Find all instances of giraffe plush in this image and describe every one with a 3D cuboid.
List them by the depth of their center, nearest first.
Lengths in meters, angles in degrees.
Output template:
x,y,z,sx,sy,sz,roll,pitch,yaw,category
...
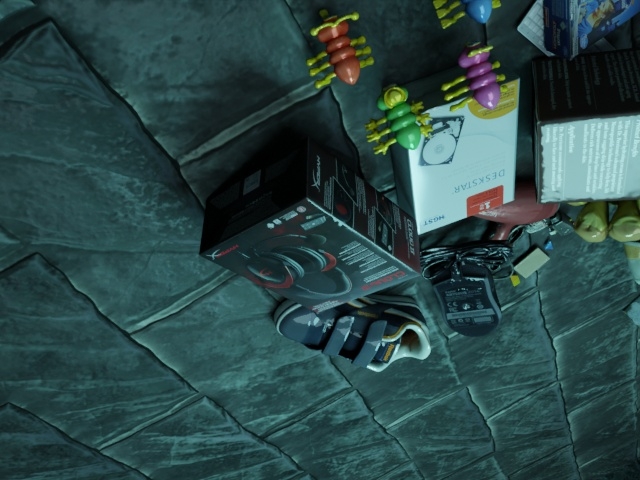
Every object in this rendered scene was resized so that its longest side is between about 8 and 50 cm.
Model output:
x,y,z,sx,sy,sz,roll,pitch,yaw,category
0.553,-0.101,1.037,0.182,0.210,0.171,-4,177,37,giraffe plush

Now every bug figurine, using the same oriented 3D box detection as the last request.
x,y,z,sx,sy,sz,roll,pitch,yaw,category
0.132,-0.243,0.736,0.279,0.072,0.216,-26,96,-1,bug figurine

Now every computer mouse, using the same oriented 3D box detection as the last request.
x,y,z,sx,sy,sz,roll,pitch,yaw,category
0.299,0.089,1.136,0.189,0.072,0.272,-7,132,18,computer mouse

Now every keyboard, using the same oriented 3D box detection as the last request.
x,y,z,sx,sy,sz,roll,pitch,yaw,category
0.405,-0.303,0.890,0.256,0.014,0.072,20,119,-35,keyboard

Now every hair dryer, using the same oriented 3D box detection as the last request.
x,y,z,sx,sy,sz,roll,pitch,yaw,category
0.355,-0.018,1.072,0.224,0.080,0.294,-41,131,16,hair dryer

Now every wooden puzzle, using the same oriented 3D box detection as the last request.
x,y,z,sx,sy,sz,roll,pitch,yaw,category
0.452,0.048,1.215,0.116,0.014,0.079,-39,137,13,wooden puzzle

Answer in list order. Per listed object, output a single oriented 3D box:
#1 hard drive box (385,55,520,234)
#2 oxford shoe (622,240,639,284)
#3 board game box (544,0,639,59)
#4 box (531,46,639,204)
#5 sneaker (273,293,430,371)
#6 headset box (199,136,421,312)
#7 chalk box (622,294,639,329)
x,y,z,sx,sy,sz,roll,pitch,yaw,category
0.209,-0.145,0.894,0.181,0.089,0.232,-21,134,-4,hard drive box
0.839,-0.075,1.188,0.449,0.169,0.130,-39,89,11,oxford shoe
0.411,-0.384,0.786,0.194,0.060,0.194,-25,129,-5,board game box
0.429,-0.172,0.855,0.203,0.167,0.168,-2,137,19,box
0.074,0.174,1.093,0.321,0.127,0.126,3,129,-22,sneaker
0.000,0.000,0.870,0.218,0.110,0.293,-24,140,34,headset box
0.914,0.164,1.425,0.132,0.132,0.213,19,121,-34,chalk box
